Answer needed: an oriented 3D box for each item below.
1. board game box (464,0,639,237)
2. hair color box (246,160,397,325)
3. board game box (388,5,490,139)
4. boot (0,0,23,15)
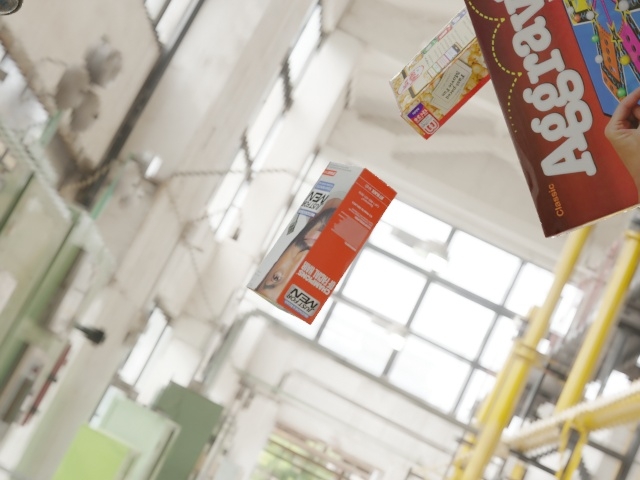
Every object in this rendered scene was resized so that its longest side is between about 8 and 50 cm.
[{"bbox_3d":[0.164,-0.157,0.759,0.145,0.281,0.027,-24,-10,36],"label":"board game box"},{"bbox_3d":[0.000,0.000,1.254,0.053,0.167,0.093,35,-7,-24],"label":"hair color box"},{"bbox_3d":[0.164,-0.213,1.327,0.045,0.193,0.147,42,15,-17],"label":"board game box"},{"bbox_3d":[-0.355,-0.225,1.107,0.076,0.209,0.190,-15,-41,16],"label":"boot"}]
